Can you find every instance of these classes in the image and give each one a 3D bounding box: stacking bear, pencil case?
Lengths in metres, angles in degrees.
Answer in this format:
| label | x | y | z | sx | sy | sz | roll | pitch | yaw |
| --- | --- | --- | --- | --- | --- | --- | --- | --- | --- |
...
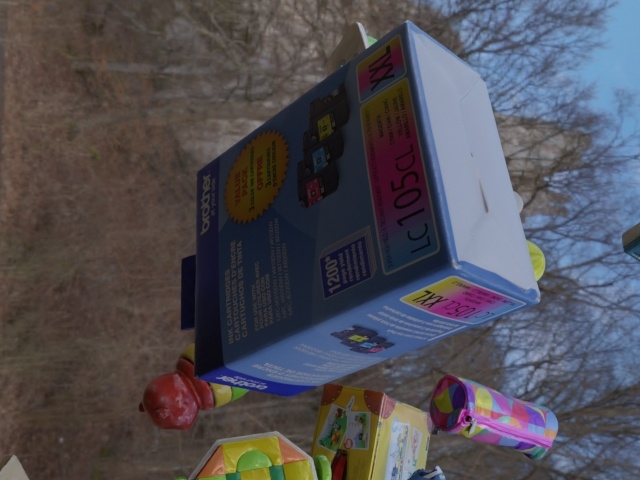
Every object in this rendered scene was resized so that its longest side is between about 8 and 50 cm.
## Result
| label | x | y | z | sx | sy | sz | roll | pitch | yaw |
| --- | --- | --- | --- | --- | --- | --- | --- | --- | --- |
| stacking bear | -0.223 | 0.272 | 1.365 | 0.175 | 0.289 | 0.164 | 8 | -58 | 49 |
| pencil case | 0.293 | 0.302 | 1.153 | 0.104 | 0.236 | 0.104 | -41 | -142 | 43 |

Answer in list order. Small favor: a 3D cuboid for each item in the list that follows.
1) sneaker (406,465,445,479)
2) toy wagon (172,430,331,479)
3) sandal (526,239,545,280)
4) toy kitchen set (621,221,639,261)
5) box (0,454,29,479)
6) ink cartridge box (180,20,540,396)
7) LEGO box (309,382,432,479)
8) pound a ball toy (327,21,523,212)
| label | x | y | z | sx | sy | sz | roll | pitch | yaw |
| --- | --- | --- | --- | --- | --- | --- | --- | --- | --- |
| sneaker | 0.241 | 0.598 | 1.681 | 0.053 | 0.144 | 0.059 | 50 | 25 | -57 |
| toy wagon | -0.089 | 0.488 | 1.093 | 0.068 | 0.267 | 0.344 | 122 | -40 | -53 |
| sandal | 0.215 | 0.023 | 1.170 | 0.317 | 0.126 | 0.138 | 33 | -40 | 26 |
| toy kitchen set | 0.612 | 0.020 | 1.093 | 0.207 | 0.122 | 0.166 | -49 | -165 | 44 |
| box | -0.394 | 0.387 | 0.808 | 0.201 | 0.021 | 0.164 | -64 | 143 | -62 |
| ink cartridge box | 0.000 | 0.000 | 0.730 | 0.395 | 0.151 | 0.270 | -30 | -127 | 37 |
| LEGO box | 0.124 | 0.680 | 1.859 | 0.193 | 0.372 | 0.500 | 2 | -110 | 31 |
| pound a ball toy | 0.132 | -0.143 | 0.983 | 0.136 | 0.208 | 0.319 | -51 | -141 | 43 |
